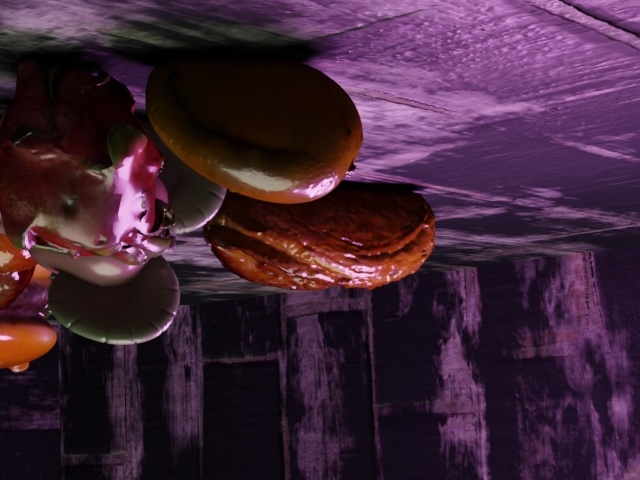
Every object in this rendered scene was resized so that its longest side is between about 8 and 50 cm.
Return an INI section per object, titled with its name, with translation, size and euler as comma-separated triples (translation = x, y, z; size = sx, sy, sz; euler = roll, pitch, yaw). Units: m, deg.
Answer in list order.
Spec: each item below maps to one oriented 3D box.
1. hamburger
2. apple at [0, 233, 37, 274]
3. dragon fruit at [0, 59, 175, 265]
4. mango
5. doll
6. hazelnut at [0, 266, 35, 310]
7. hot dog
[hamburger]
translation = -0.647, 0.111, 2.445
size = 0.395, 0.278, 0.396
euler = -3, 174, 0
[apple]
translation = -0.423, -0.044, 1.793
size = 0.173, 0.160, 0.195
euler = 16, -155, -22
[dragon fruit]
translation = -0.244, -0.080, 1.474
size = 0.198, 0.200, 0.269
euler = 3, 174, 26
[mango]
translation = -0.071, -0.122, 1.434
size = 0.236, 0.166, 0.136
euler = 18, 125, -7
[doll]
translation = -0.268, -0.031, 1.647
size = 0.268, 0.284, 0.216
euler = 20, 167, 0
[hazelnut]
translation = -0.537, 0.000, 2.043
size = 0.233, 0.218, 0.218
euler = 11, 167, -28
[hot dog]
translation = 0.000, 0.000, 2.233
size = 0.387, 0.174, 0.267
euler = 0, 174, -25
